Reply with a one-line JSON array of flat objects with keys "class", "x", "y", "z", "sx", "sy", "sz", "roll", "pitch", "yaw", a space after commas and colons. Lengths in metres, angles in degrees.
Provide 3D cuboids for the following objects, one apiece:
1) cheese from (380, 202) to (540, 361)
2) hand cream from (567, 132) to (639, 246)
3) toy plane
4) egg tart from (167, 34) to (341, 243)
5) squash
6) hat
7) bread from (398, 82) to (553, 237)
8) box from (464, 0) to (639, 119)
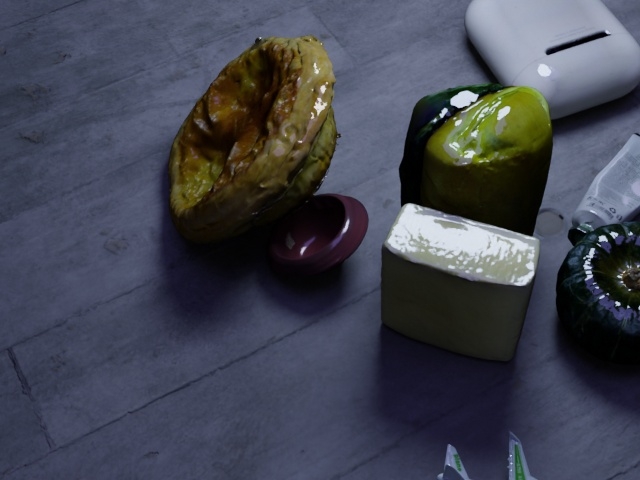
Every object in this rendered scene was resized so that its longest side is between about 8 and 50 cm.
[{"class": "cheese", "x": 0.227, "y": 0.078, "z": 1.702, "sx": 0.242, "sy": 0.265, "sz": 0.124, "roll": 19, "pitch": 59, "yaw": 15}, {"class": "hand cream", "x": 0.577, "y": -0.096, "z": 1.949, "sx": 0.121, "sy": 0.076, "sz": 0.336, "roll": 36, "pitch": 56, "yaw": 18}, {"class": "toy plane", "x": 0.280, "y": 0.421, "z": 1.557, "sx": 0.255, "sy": 0.101, "sz": 0.251, "roll": 29, "pitch": 52, "yaw": 13}, {"class": "egg tart", "x": -0.106, "y": -0.174, "z": 1.884, "sx": 0.443, "sy": 0.178, "sz": 0.443, "roll": -34, "pitch": 39, "yaw": 33}, {"class": "squash", "x": 0.526, "y": 0.090, "z": 1.746, "sx": 0.252, "sy": 0.165, "sz": 0.252, "roll": 1, "pitch": 56, "yaw": -1}, {"class": "hat", "x": 0.000, "y": 0.000, "z": 1.863, "sx": 0.205, "sy": 0.089, "sz": 0.205, "roll": -20, "pitch": 42, "yaw": 19}, {"class": "bread", "x": 0.267, "y": -0.094, "z": 1.750, "sx": 0.251, "sy": 0.377, "sz": 0.208, "roll": -9, "pitch": 52, "yaw": -6}, {"class": "box", "x": 0.480, "y": -0.410, "z": 2.120, "sx": 0.288, "sy": 0.141, "sz": 0.349, "roll": -18, "pitch": 56, "yaw": -12}]
